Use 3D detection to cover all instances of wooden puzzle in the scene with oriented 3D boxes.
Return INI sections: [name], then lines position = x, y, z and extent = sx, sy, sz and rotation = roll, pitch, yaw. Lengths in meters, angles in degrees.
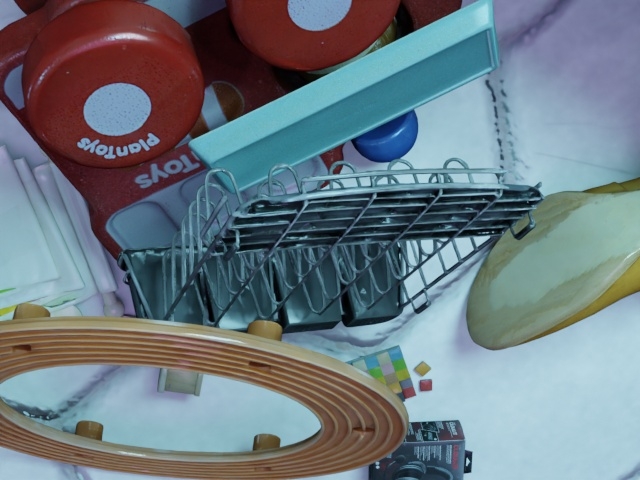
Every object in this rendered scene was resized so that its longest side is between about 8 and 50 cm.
[wooden puzzle]
position = 0.047, 0.111, 0.909
extent = 0.083, 0.006, 0.049
rotation = -19, 114, 3

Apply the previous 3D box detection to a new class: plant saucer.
[plant saucer]
position = 0.019, -0.080, 0.676
extent = 0.192, 0.018, 0.067
rotation = -26, 159, 3

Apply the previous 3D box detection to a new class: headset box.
[headset box]
position = 0.081, 0.180, 0.929
extent = 0.083, 0.032, 0.062
rotation = -1, 114, -3

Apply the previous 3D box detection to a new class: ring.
[ring]
position = -0.107, 0.109, 0.781
extent = 0.337, 0.032, 0.336
rotation = 3, 154, 2

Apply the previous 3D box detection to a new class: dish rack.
[dish rack]
position = 0.000, 0.000, 0.707
extent = 0.208, 0.271, 0.074
rotation = -5, 72, -21

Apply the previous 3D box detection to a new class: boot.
[boot]
position = 0.272, 0.014, 0.841
extent = 0.211, 0.104, 0.295
rotation = 23, 128, -34

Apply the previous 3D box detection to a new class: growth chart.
[growth chart]
position = -0.271, 0.011, 0.827
extent = 0.237, 0.021, 0.172
rotation = -8, 115, -2

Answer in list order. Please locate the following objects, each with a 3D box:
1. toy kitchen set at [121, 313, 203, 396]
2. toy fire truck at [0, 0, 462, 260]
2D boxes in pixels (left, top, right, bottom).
[toy kitchen set]
position = -0.116, 0.083, 0.843
extent = 0.068, 0.075, 0.083
rotation = 9, 110, -8
[toy fire truck]
position = -0.047, -0.117, 0.733
extent = 0.302, 0.169, 0.254
rotation = -25, 140, 5
